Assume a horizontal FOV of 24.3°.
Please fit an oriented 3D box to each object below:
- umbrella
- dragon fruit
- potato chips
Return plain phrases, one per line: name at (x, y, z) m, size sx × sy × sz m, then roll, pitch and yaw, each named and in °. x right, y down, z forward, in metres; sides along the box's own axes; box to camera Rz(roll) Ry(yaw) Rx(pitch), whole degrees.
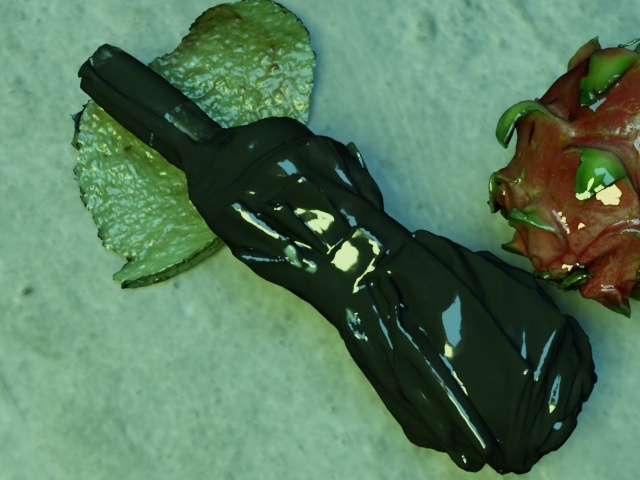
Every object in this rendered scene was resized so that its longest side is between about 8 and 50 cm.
umbrella at (0.000, 0.000, 0.816) m, size 0.340 × 0.118 × 0.118 m, roll 36°, pitch 67°, yaw 14°
dragon fruit at (0.186, -0.055, 0.847) m, size 0.137 × 0.135 × 0.236 m, roll 31°, pitch 47°, yaw 19°
potato chips at (-0.079, -0.066, 0.893) m, size 0.142 × 0.026 × 0.209 m, roll 7°, pitch 65°, yaw -3°
